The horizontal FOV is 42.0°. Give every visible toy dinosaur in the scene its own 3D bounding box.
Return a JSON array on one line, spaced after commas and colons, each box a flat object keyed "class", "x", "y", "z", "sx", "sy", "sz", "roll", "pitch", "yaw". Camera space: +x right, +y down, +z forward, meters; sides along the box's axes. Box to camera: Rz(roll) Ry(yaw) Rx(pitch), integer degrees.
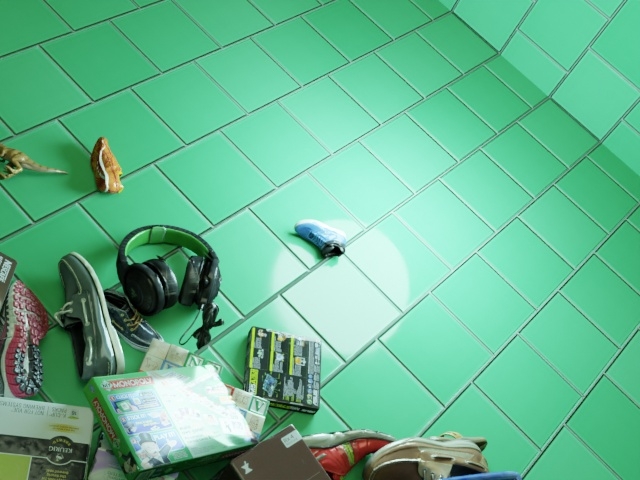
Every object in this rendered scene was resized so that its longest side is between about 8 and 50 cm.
[{"class": "toy dinosaur", "x": -0.745, "y": -0.195, "z": 2.071, "sx": 0.211, "sy": 0.064, "sz": 0.112, "roll": 26, "pitch": 48, "yaw": -5}]

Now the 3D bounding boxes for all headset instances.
[{"class": "headset", "x": -0.332, "y": 0.087, "z": 1.960, "sx": 0.243, "sy": 0.185, "sz": 0.394, "roll": -3, "pitch": 45, "yaw": -29}]

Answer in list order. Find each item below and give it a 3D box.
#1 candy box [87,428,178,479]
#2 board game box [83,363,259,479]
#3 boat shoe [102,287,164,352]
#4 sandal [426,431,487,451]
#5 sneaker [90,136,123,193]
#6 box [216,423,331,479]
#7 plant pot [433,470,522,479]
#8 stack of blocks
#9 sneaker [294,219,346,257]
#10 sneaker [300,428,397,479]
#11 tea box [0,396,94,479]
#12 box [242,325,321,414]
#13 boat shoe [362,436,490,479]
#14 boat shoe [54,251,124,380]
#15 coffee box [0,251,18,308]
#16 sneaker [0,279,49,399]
[{"class": "candy box", "x": -0.370, "y": 0.433, "z": 1.685, "sx": 0.165, "sy": 0.196, "sz": 0.070, "roll": 18, "pitch": 95, "yaw": -12}, {"class": "board game box", "x": -0.290, "y": 0.353, "z": 1.662, "sx": 0.317, "sy": 0.046, "sz": 0.213, "roll": 3, "pitch": 43, "yaw": -51}, {"class": "boat shoe", "x": -0.435, "y": 0.185, "z": 1.910, "sx": 0.183, "sy": 0.083, "sz": 0.065, "roll": 32, "pitch": 49, "yaw": 1}, {"class": "sandal", "x": 0.323, "y": 0.493, "z": 2.036, "sx": 0.180, "sy": 0.072, "sz": 0.049, "roll": 4, "pitch": 39, "yaw": -24}, {"class": "sneaker", "x": -0.554, "y": -0.192, "z": 2.169, "sx": 0.067, "sy": 0.064, "sz": 0.175, "roll": 10, "pitch": 54, "yaw": -43}, {"class": "box", "x": -0.105, "y": 0.522, "z": 1.726, "sx": 0.168, "sy": 0.203, "sz": 0.167, "roll": -24, "pitch": 68, "yaw": -35}, {"class": "plant pot", "x": 0.324, "y": 0.657, "z": 1.813, "sx": 0.236, "sy": 0.212, "sz": 0.236, "roll": 2, "pitch": 54, "yaw": -23}, {"class": "stack of blocks", "x": -0.271, "y": 0.357, "z": 1.852, "sx": 0.297, "sy": 0.087, "sz": 0.171, "roll": 23, "pitch": 49, "yaw": -7}, {"class": "sneaker", "x": 0.000, "y": -0.001, "z": 2.265, "sx": 0.152, "sy": 0.058, "sz": 0.084, "roll": 19, "pitch": 41, "yaw": -19}, {"class": "sneaker", "x": 0.046, "y": 0.496, "z": 1.904, "sx": 0.279, "sy": 0.107, "sz": 0.118, "roll": -1, "pitch": 75, "yaw": -23}, {"class": "tea box", "x": -0.608, "y": 0.473, "z": 1.523, "sx": 0.329, "sy": 0.220, "sz": 0.323, "roll": 11, "pitch": 51, "yaw": -17}, {"class": "box", "x": -0.090, "y": 0.310, "z": 2.000, "sx": 0.184, "sy": 0.045, "sz": 0.190, "roll": 11, "pitch": 52, "yaw": -14}, {"class": "boat shoe", "x": 0.254, "y": 0.530, "z": 1.916, "sx": 0.324, "sy": 0.123, "sz": 0.116, "roll": 0, "pitch": 26, "yaw": -24}, {"class": "boat shoe", "x": -0.535, "y": 0.168, "z": 1.859, "sx": 0.099, "sy": 0.116, "sz": 0.319, "roll": -12, "pitch": 66, "yaw": -36}, {"class": "coffee box", "x": -0.745, "y": 0.114, "z": 1.746, "sx": 0.141, "sy": 0.098, "sz": 0.246, "roll": 36, "pitch": 27, "yaw": -26}, {"class": "sneaker", "x": -0.662, "y": 0.209, "z": 1.777, "sx": 0.112, "sy": 0.121, "sz": 0.299, "roll": -22, "pitch": 44, "yaw": 12}]
